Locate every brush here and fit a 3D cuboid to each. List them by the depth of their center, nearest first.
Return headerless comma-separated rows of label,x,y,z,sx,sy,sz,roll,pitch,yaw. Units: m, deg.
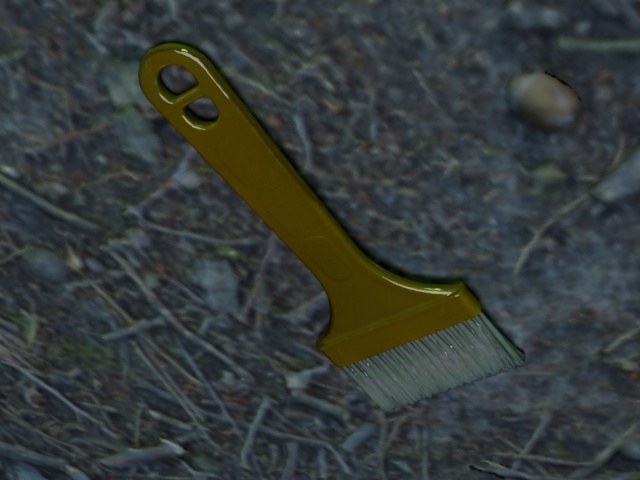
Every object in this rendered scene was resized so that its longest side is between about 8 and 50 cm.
brush,0.000,0.000,0.519,0.103,0.013,0.272,-25,121,30
